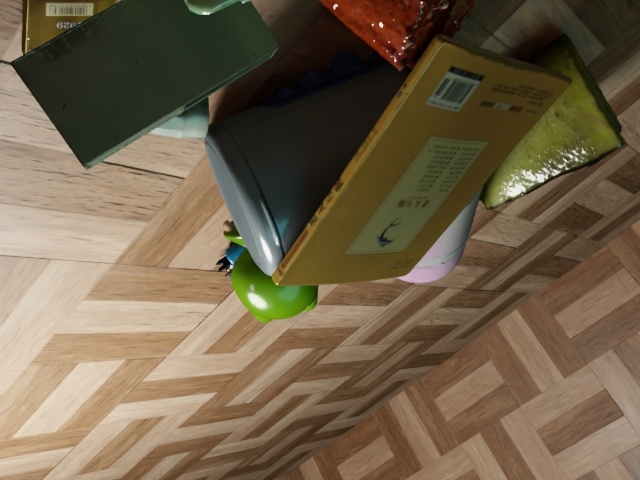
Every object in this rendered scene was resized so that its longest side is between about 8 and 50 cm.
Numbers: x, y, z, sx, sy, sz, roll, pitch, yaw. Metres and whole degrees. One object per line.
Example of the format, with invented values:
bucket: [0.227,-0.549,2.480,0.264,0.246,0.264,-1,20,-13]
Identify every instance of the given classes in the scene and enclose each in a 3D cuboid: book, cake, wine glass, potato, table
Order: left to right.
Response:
wine glass: [-0.221,-0.164,0.807,0.155,0.073,0.073,-6,145,-34]
table: [-0.183,-0.189,0.702,0.240,0.121,0.111,-34,-172,-11]
book: [0.126,-0.076,0.836,0.269,0.032,0.389,0,138,-42]
cake: [0.108,-0.300,0.704,0.177,0.151,0.283,-49,172,24]
potato: [0.387,-0.212,1.204,0.280,0.212,0.330,-32,180,29]

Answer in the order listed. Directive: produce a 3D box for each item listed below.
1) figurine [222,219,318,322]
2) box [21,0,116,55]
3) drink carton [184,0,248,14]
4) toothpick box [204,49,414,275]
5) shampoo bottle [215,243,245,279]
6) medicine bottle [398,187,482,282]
figurine: [-0.090,0.028,1.137,0.162,0.143,0.263,-17,119,-5]
box: [-0.261,-0.245,0.673,0.090,0.023,0.133,-10,148,-31]
drink carton: [-0.092,-0.321,0.586,0.144,0.146,0.142,-26,145,-6]
toothpick box: [0.030,-0.131,0.943,0.355,0.263,0.263,-24,153,-12]
shampoo bottle: [-0.115,0.011,1.237,0.183,0.050,0.087,-33,156,7]
medicine bottle: [0.194,-0.071,1.227,0.202,0.202,0.316,-24,153,-10]
